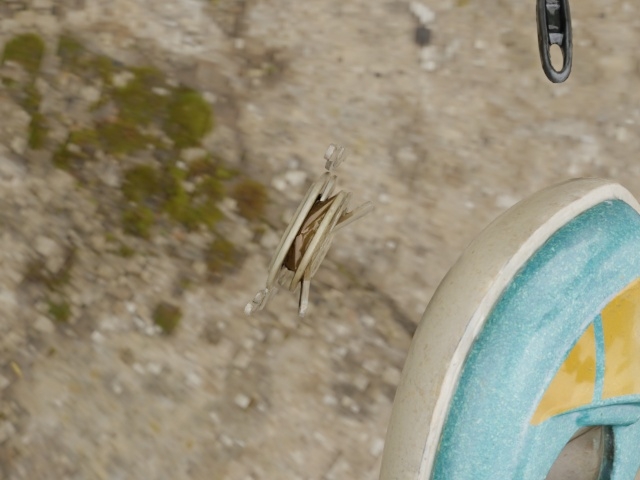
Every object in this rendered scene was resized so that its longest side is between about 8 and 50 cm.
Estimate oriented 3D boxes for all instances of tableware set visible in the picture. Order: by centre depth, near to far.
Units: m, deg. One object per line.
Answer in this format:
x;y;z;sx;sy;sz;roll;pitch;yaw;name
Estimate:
0.000;0.000;1.246;0.039;0.194;0.128;28;93;2;tableware set

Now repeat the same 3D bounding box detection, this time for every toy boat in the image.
0.183;0.098;1.096;0.318;0.148;0.267;0;109;-44;toy boat

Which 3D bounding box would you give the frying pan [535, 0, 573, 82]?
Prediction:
0.179;-0.287;1.633;0.197;0.053;0.326;19;52;14;frying pan
